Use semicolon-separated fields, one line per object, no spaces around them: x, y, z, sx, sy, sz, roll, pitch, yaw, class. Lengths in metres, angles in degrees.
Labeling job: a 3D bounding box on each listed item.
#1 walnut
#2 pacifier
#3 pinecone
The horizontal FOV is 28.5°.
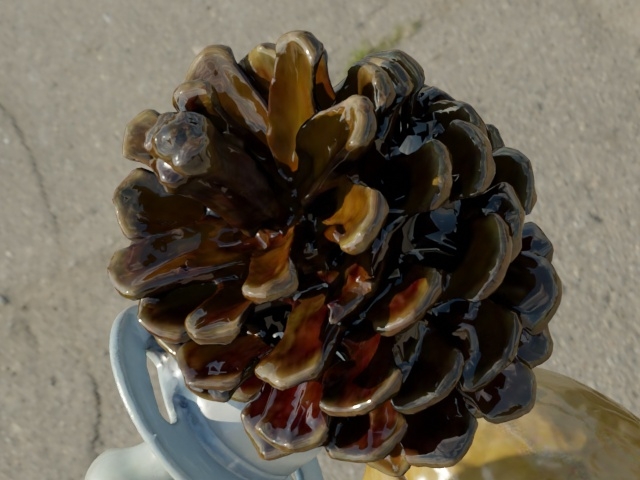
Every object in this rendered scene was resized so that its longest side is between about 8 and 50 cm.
0.123;0.174;0.736;0.221;0.195;0.195;38;80;30;walnut
-0.122;0.174;1.125;0.225;0.287;0.238;-36;51;13;pacifier
0.000;-0.002;0.547;0.185;0.212;0.169;-6;48;37;pinecone
